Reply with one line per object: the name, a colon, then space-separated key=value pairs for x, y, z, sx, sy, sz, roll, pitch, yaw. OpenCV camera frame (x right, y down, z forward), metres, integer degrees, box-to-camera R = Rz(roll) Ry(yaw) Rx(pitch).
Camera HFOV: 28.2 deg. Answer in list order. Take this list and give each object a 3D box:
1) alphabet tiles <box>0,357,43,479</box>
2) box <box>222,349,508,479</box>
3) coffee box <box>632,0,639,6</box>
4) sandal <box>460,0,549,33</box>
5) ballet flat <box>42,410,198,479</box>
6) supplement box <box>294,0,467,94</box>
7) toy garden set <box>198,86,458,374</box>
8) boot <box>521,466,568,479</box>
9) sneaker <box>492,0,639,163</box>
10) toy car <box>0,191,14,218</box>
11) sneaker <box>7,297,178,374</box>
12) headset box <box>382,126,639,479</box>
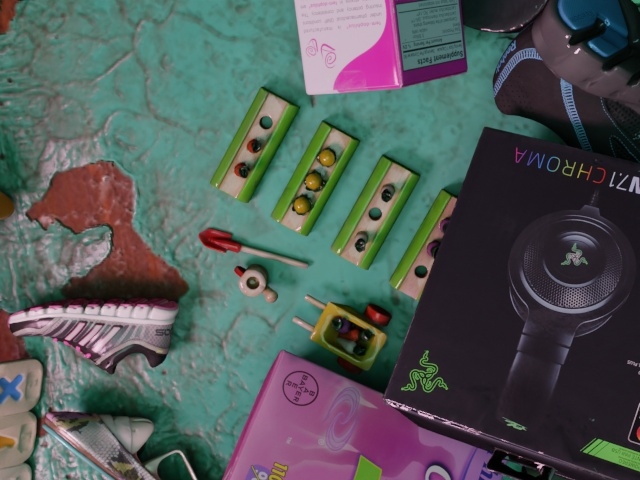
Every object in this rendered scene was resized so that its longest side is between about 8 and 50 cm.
alphabet tiles: x=-0.384 y=0.207 z=1.214 sx=0.021 sy=0.278 sz=0.284 roll=17 pitch=104 yaw=35
box: x=0.024 y=0.258 z=1.200 sx=0.243 sy=0.117 sz=0.213 roll=25 pitch=62 yaw=-1
coffee box: x=0.321 y=-0.270 z=1.169 sx=0.184 sy=0.040 sz=0.113 roll=-2 pitch=99 yaw=4
sandal: x=0.204 y=-0.397 z=1.096 sx=0.167 sy=0.107 sz=0.446 roll=20 pitch=103 yaw=24
ballet flat: x=-0.179 y=0.231 z=1.291 sx=0.079 sy=0.077 sz=0.221 roll=-45 pitch=100 yaw=-8
supplement box: x=0.047 y=-0.247 z=1.138 sx=0.111 sy=0.114 sz=0.220 roll=2 pitch=103 yaw=40
toy garden set: x=0.000 y=0.000 z=1.239 sx=0.244 sy=0.049 sz=0.204 roll=29 pitch=101 yaw=-2
boot: x=0.307 y=0.300 z=1.272 sx=0.208 sy=0.076 sz=0.190 roll=-1 pitch=103 yaw=-3
sneaker: x=0.318 y=-0.109 z=1.177 sx=0.341 sy=0.125 sz=0.139 roll=30 pitch=143 yaw=-14
toy car: x=-0.405 y=-0.008 z=1.197 sx=0.238 sy=0.210 sz=0.219 roll=-11 pitch=130 yaw=-16
sneaker: x=-0.225 y=0.097 z=1.266 sx=0.170 sy=0.063 sz=0.075 roll=-1 pitch=95 yaw=-1
headset box: x=0.217 y=0.076 z=1.111 sx=0.246 sy=0.131 sz=0.283 roll=17 pitch=79 yaw=24
